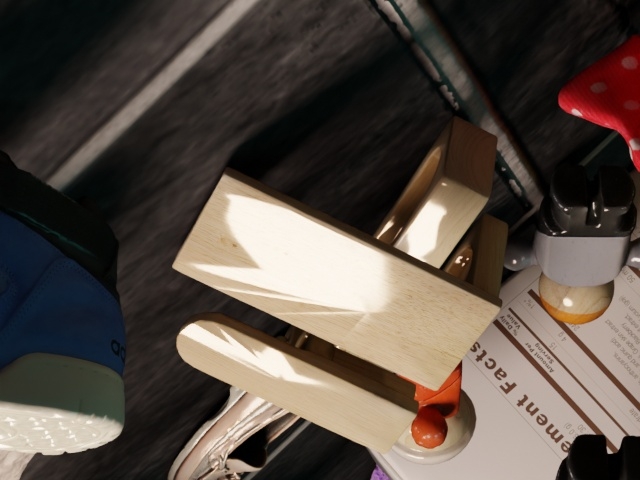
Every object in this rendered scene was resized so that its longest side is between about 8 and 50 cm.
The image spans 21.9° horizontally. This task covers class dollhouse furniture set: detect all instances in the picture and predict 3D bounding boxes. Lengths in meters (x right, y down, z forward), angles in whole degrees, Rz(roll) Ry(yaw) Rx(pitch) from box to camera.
[{"bbox_3d":[0.000,0.000,0.749,0.144,0.123,0.151,-57,-168,39],"label":"dollhouse furniture set"}]

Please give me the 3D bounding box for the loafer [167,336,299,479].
[{"bbox_3d":[-0.040,0.105,0.885,0.045,0.039,0.125,-19,151,-53],"label":"loafer"}]

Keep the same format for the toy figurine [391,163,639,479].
[{"bbox_3d":[0.157,0.085,0.976,0.209,0.213,0.148,-39,151,-24],"label":"toy figurine"}]

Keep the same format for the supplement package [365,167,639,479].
[{"bbox_3d":[0.191,0.108,1.156,0.293,0.175,0.177,-41,163,-5],"label":"supplement package"}]

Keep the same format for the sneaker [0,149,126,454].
[{"bbox_3d":[-0.126,0.008,0.469,0.152,0.085,0.058,10,153,-26],"label":"sneaker"}]

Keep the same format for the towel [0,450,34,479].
[{"bbox_3d":[-0.198,0.128,0.593,0.187,0.049,0.282,-18,150,-51],"label":"towel"}]

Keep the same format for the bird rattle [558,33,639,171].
[{"bbox_3d":[0.259,-0.073,0.855,0.143,0.207,0.253,-58,164,20],"label":"bird rattle"}]

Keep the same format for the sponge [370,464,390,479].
[{"bbox_3d":[0.087,0.188,1.359,0.117,0.031,0.210,-35,161,-21],"label":"sponge"}]
